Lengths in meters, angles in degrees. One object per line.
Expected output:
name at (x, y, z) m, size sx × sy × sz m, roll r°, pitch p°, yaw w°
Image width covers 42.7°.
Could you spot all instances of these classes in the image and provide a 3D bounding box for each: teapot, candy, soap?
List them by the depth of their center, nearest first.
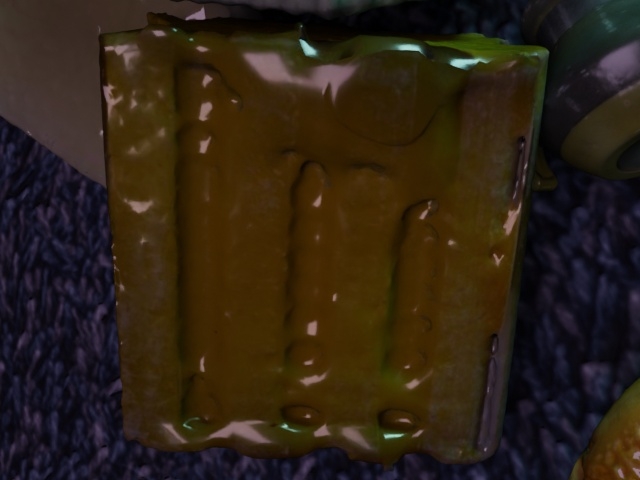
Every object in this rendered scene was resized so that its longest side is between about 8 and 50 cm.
teapot at (0.178, -0.099, 0.516) m, size 0.166 × 0.130 × 0.119 m, roll -47°, pitch 54°, yaw 49°
soap at (0.000, 0.000, 0.536) m, size 0.259 × 0.143 × 0.281 m, roll 4°, pitch 108°, yaw 3°
candy at (-0.183, -0.166, 0.680) m, size 0.320 × 0.135 × 0.179 m, roll 33°, pitch 107°, yaw 22°

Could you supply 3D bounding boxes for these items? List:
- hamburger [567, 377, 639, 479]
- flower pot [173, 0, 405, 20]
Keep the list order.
hamburger at (0.272, 0.198, 0.442) m, size 0.290 × 0.170 × 0.314 m, roll 33°, pitch 106°, yaw 25°
flower pot at (0.005, -0.254, 0.500) m, size 0.209 × 0.239 × 0.190 m, roll 39°, pitch 137°, yaw 51°
